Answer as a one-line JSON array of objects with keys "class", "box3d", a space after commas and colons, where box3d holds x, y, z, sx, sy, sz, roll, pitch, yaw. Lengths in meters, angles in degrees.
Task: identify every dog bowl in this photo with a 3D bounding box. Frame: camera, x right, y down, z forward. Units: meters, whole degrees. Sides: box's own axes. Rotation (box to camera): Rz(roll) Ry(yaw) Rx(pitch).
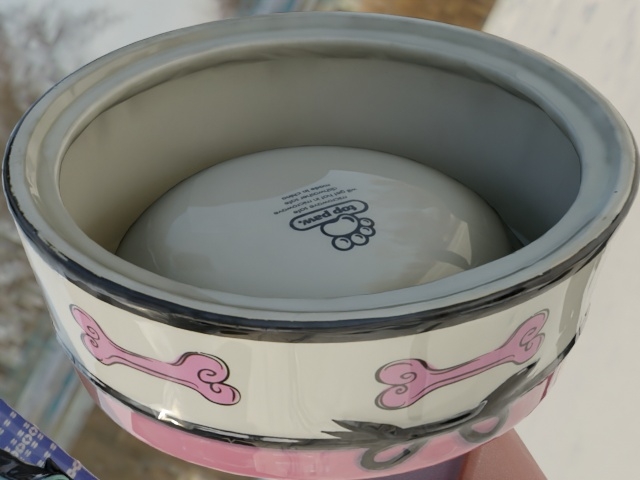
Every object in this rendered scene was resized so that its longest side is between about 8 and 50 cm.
[{"class": "dog bowl", "box3d": [0.000, 0.000, 1.298, 0.408, 0.408, 0.150, -64, -22, -56]}]

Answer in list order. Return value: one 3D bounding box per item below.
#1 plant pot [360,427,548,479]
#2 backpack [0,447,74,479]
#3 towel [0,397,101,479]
[{"class": "plant pot", "box3d": [0.094, 0.333, 1.678, 0.267, 0.267, 0.236, -33, 3, 14]}, {"class": "backpack", "box3d": [-0.203, 0.200, 0.957, 0.188, 0.144, 0.166, -44, -44, -38]}, {"class": "towel", "box3d": [-0.204, 0.261, 1.294, 0.243, 0.336, 0.040, -48, 12, 4]}]
